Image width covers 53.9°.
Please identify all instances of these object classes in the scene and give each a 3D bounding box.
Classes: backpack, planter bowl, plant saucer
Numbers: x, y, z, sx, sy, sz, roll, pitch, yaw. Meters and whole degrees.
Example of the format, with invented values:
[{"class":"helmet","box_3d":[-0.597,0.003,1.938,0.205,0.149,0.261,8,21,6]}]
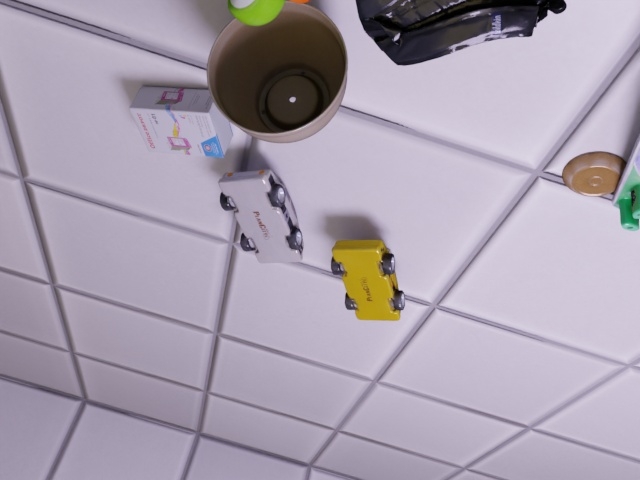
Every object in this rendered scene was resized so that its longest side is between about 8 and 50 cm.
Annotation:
[{"class":"backpack","box_3d":[0.125,-0.251,0.610,0.182,0.115,0.152,-24,113,25]},{"class":"planter bowl","box_3d":[-0.042,-0.184,0.754,0.162,0.162,0.109,8,170,10]},{"class":"plant saucer","box_3d":[0.367,-0.083,0.841,0.083,0.015,0.083,10,145,7]}]

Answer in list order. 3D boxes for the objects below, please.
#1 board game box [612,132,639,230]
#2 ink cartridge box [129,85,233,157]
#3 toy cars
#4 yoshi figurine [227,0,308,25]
[{"class":"board game box","box_3d":[0.544,-0.099,0.641,0.389,0.050,0.390,3,157,15]},{"class":"ink cartridge box","box_3d":[-0.198,-0.169,0.902,0.122,0.052,0.089,7,144,14]},{"class":"toy cars","box_3d":[0.000,0.000,1.038,0.393,0.087,0.176,31,137,-16]},{"class":"yoshi figurine","box_3d":[-0.024,-0.322,0.530,0.203,0.204,0.362,43,141,-11]}]
